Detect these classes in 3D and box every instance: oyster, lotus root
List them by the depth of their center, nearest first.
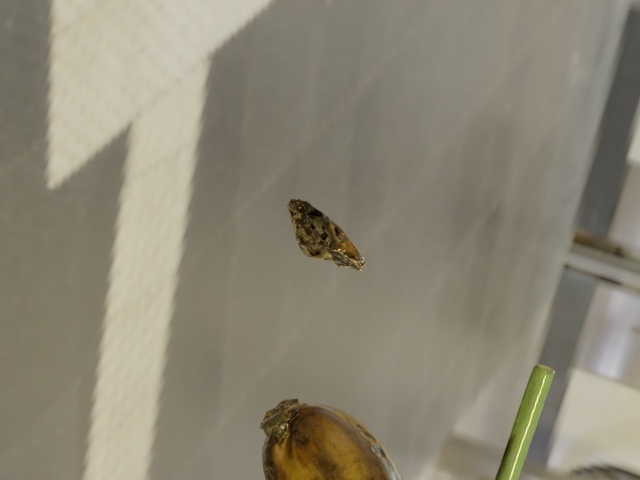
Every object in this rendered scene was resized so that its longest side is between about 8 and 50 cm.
[{"bbox_3d":[0.002,0.001,1.185,0.019,0.083,0.054,-43,128,-20],"label":"oyster"},{"bbox_3d":[0.020,0.241,1.704,0.120,0.209,0.120,-34,170,-7],"label":"lotus root"}]

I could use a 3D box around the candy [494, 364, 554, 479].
[{"bbox_3d":[0.068,0.194,0.911,0.078,0.084,0.287,-10,119,-59],"label":"candy"}]
